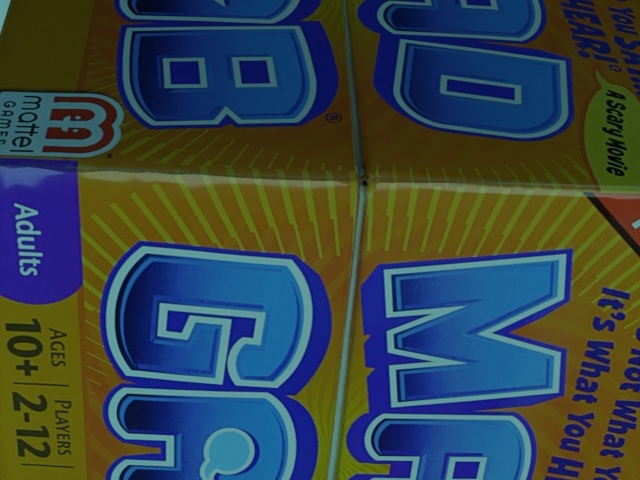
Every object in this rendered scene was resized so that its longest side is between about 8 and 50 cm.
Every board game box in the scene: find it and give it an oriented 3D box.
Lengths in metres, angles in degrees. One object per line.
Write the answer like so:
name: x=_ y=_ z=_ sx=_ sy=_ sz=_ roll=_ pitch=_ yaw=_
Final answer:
board game box: x=0.000 y=0.000 z=0.833 sx=0.356 sy=0.356 sz=0.356 roll=2 pitch=129 yaw=-4
